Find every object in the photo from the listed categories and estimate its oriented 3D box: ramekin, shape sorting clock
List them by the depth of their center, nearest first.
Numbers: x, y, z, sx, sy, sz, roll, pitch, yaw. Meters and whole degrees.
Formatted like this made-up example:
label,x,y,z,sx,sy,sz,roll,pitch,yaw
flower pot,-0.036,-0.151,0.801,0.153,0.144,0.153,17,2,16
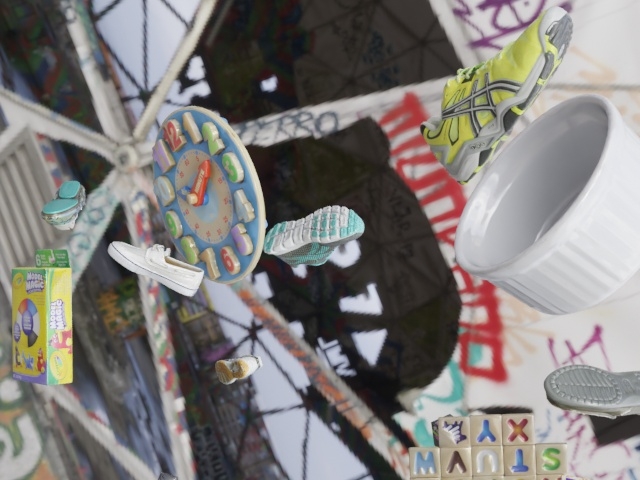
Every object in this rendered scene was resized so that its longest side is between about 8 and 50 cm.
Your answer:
label,x,y,z,sx,sy,sz,roll,pitch,yaw
shape sorting clock,-0.133,-0.049,1.004,0.206,0.040,0.206,20,-63,46
ramekin,0.314,-0.038,1.137,0.135,0.277,0.277,35,3,-15

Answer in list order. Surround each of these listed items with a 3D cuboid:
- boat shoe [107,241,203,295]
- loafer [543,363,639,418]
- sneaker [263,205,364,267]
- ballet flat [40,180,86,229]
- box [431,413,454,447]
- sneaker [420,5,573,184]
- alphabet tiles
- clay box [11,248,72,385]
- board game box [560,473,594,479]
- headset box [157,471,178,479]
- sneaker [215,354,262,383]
label,x,y,z,sx,sy,sz,roll,pitch,yaw
boat shoe,-0.166,0.020,0.903,0.100,0.035,0.035,28,14,-8
loafer,0.510,0.285,1.588,0.094,0.251,0.087,-99,-159,-45
sneaker,0.000,0.000,1.293,0.076,0.166,0.065,45,47,-38
ballet flat,-0.474,-0.055,1.655,0.188,0.070,0.070,-90,162,-68
box,0.277,0.413,1.854,0.083,0.052,0.062,29,-47,59
sneaker,0.293,-0.257,1.542,0.147,0.145,0.385,40,-45,8
alphabet tiles,0.307,0.482,1.611,0.011,0.284,0.343,-61,148,-80
clay box,-0.471,0.126,1.491,0.127,0.053,0.222,-3,-91,45
board game box,0.366,0.355,1.040,0.045,0.193,0.147,-72,168,-54
headset box,-0.251,0.417,1.405,0.083,0.032,0.062,106,1,-49
sneaker,-0.103,0.163,1.132,0.083,0.036,0.032,-14,-88,53
